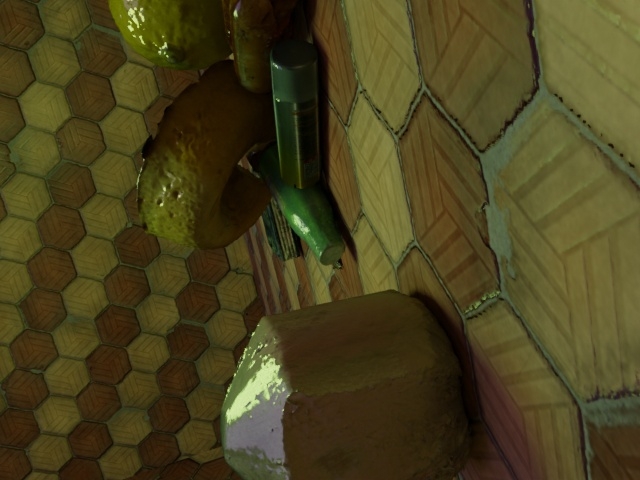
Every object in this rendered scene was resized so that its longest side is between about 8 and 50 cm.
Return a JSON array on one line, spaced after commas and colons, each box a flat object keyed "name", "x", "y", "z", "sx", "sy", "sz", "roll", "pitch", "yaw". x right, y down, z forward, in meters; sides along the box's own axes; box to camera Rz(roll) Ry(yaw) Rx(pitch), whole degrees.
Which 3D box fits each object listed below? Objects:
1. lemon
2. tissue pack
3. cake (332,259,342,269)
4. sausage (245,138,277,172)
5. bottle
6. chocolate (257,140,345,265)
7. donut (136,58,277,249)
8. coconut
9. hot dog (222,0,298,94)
[{"name": "lemon", "x": -0.289, "y": -0.525, "z": 1.393, "sx": 0.336, "sy": 0.336, "sz": 0.335, "roll": 164, "pitch": 90, "yaw": -79}, {"name": "tissue pack", "x": -0.121, "y": -0.078, "z": 1.799, "sx": 0.173, "sy": 0.073, "sz": 0.235, "roll": -129, "pitch": 25, "yaw": -62}, {"name": "cake", "x": 0.000, "y": 0.000, "z": 1.352, "sx": 0.051, "sy": 0.055, "sz": 0.139, "roll": 129, "pitch": 123, "yaw": -70}, {"name": "sausage", "x": -0.169, "y": -0.292, "z": 1.669, "sx": 0.109, "sy": 0.109, "sz": 0.270, "roll": 93, "pitch": 158, "yaw": -60}, {"name": "bottle", "x": -0.039, "y": -0.212, "z": 1.155, "sx": 0.286, "sy": 0.082, "sz": 0.082, "roll": 89, "pitch": 162, "yaw": -53}, {"name": "chocolate", "x": -0.031, "y": -0.070, "z": 1.287, "sx": 0.110, "sy": 0.110, "sz": 0.291, "roll": 86, "pitch": 161, "yaw": -48}, {"name": "donut", "x": -0.217, "y": -0.140, "z": 1.403, "sx": 0.164, "sy": 0.377, "sz": 0.435, "roll": 28, "pitch": 139, "yaw": 10}, {"name": "coconut", "x": 0.020, "y": 0.228, "z": 0.879, "sx": 0.297, "sy": 0.310, "sz": 0.297, "roll": 164, "pitch": 90, "yaw": -79}, {"name": "hot dog", "x": -0.102, "y": -0.376, "z": 1.135, "sx": 0.349, "sy": 0.117, "sz": 0.158, "roll": 113, "pitch": 141, "yaw": -79}]
